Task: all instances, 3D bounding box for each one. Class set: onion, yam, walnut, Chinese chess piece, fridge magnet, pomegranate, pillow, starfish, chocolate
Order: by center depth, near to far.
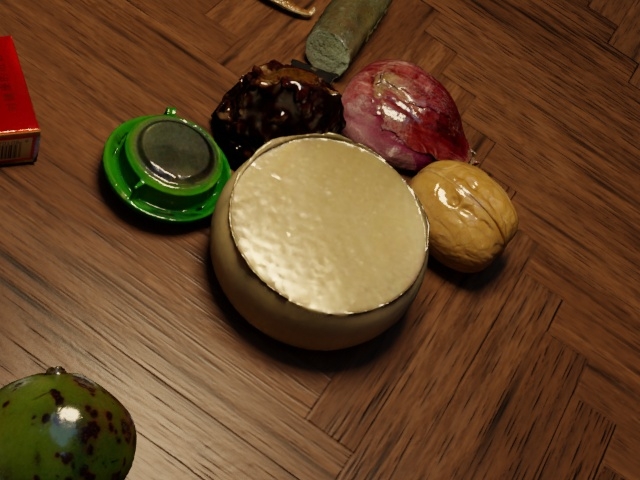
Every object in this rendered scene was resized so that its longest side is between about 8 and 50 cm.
[{"bbox_3d":[-0.325,0.274,1.173,0.202,0.202,0.248,7,84,-18],"label":"pomegranate"},{"bbox_3d":[0.000,0.000,1.500,0.338,0.140,0.338,7,61,-13],"label":"Chinese chess piece"},{"bbox_3d":[-0.237,-0.117,1.542,0.208,0.088,0.208,14,52,-19],"label":"fridge magnet"},{"bbox_3d":[-0.054,-0.233,1.613,0.224,0.177,0.206,-7,68,-16],"label":"chocolate"},{"bbox_3d":[0.231,-0.045,1.640,0.165,0.165,0.197,-34,80,-37],"label":"walnut"},{"bbox_3d":[-0.029,-0.265,1.765,0.090,0.048,0.150,28,50,-11],"label":"pillow"},{"bbox_3d":[0.178,-0.226,1.778,0.283,0.120,0.227,29,55,0],"label":"onion"},{"bbox_3d":[0.057,-0.425,1.884,0.106,0.106,0.259,30,49,0],"label":"yam"},{"bbox_3d":[-0.113,-0.523,1.926,0.247,0.050,0.138,30,49,-9],"label":"starfish"}]

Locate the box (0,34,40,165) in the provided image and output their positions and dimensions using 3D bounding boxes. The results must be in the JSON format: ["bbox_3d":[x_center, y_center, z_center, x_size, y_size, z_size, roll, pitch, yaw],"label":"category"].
[{"bbox_3d":[-0.595,-0.198,1.455,0.313,0.089,0.197,-9,61,-28],"label":"box"}]
